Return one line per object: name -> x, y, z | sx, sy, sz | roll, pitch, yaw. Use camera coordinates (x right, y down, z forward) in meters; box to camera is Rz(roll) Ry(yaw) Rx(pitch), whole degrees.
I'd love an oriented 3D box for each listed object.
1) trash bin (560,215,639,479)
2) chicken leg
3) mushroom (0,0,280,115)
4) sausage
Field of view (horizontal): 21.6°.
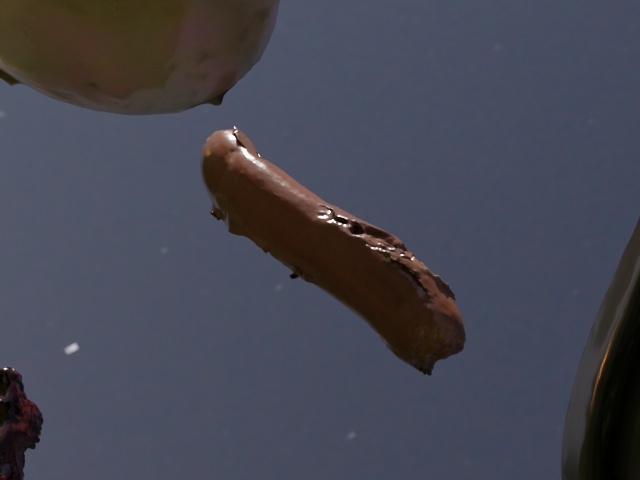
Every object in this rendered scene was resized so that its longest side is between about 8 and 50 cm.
trash bin -> 0.212, 0.023, 0.349 | 0.219, 0.220, 0.250 | 28, -17, -9
chicken leg -> -0.257, 0.169, 1.163 | 0.089, 0.219, 0.048 | 31, -42, -6
mushroom -> -0.089, -0.179, 0.993 | 0.162, 0.236, 0.173 | 39, -12, -1
sausage -> 0.000, 0.001, 1.342 | 0.304, 0.078, 0.078 | 37, -46, 30
